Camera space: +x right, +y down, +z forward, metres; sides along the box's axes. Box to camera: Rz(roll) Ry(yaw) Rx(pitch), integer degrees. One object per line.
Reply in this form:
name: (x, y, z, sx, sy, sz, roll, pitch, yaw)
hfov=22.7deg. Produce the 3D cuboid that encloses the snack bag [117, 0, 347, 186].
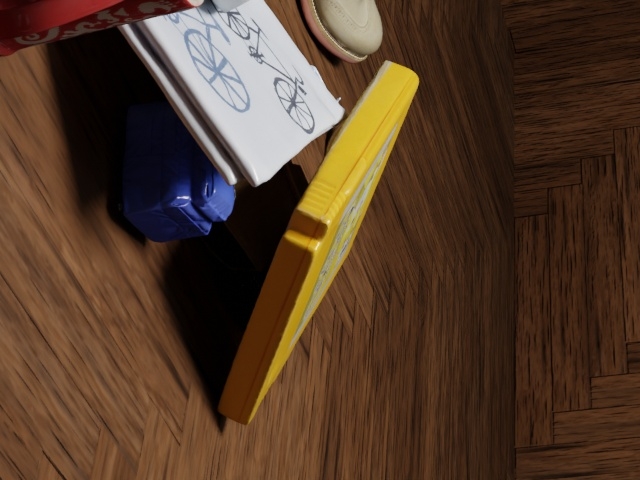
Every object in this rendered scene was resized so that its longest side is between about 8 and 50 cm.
snack bag: (-0.114, -0.211, 1.497, 0.323, 0.037, 0.342, 54, 20, -3)

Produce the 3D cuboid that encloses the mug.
mug: (-0.182, -0.198, 1.240, 0.113, 0.169, 0.150, 61, 25, -54)

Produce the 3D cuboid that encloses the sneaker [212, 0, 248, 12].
sneaker: (-0.098, -0.371, 1.538, 0.236, 0.130, 0.323, 54, 25, -15)

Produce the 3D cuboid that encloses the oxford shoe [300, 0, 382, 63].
oxford shoe: (0.039, -0.383, 2.173, 0.397, 0.146, 0.140, 60, 26, -55)

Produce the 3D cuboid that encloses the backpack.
backpack: (-0.134, -0.070, 1.494, 0.098, 0.101, 0.120, 63, 20, -67)

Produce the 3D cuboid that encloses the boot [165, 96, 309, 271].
boot: (-0.100, -0.088, 1.636, 0.115, 0.112, 0.305, -60, 140, -31)

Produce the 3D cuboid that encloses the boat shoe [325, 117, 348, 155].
boat shoe: (0.039, -0.090, 2.212, 0.059, 0.063, 0.170, 63, 34, -57)

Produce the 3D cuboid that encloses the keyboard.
keyboard: (-0.065, 0.062, 1.795, 0.192, 0.038, 0.100, 62, 25, -54)

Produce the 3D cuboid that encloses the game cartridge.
game cartridge: (0.000, 0.000, 1.686, 0.324, 0.052, 0.285, -62, 175, -50)
